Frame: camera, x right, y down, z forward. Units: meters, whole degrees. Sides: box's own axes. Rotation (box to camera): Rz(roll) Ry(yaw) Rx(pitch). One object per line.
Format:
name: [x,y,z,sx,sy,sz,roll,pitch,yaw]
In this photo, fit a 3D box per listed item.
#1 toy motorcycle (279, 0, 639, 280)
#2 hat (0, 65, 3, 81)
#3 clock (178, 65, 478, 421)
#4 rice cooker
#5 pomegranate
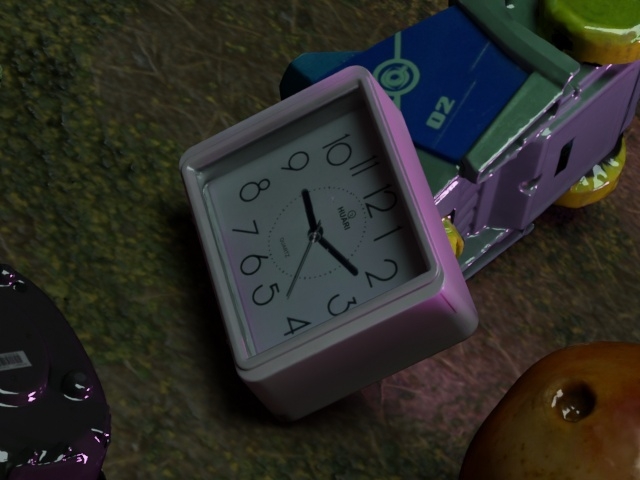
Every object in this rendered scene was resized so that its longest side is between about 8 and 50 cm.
toy motorcycle: [0.091,-0.090,1.425,0.200,0.191,0.326,40,57,22]
hat: [-0.246,-0.107,1.302,0.076,0.059,0.077,25,35,-15]
clock: [0.000,0.000,1.270,0.063,0.150,0.197,51,17,-51]
rice cooker: [-0.189,0.097,1.072,0.142,0.118,0.203,-7,49,-38]
pomegranate: [0.184,0.155,1.183,0.209,0.209,0.209,18,41,-16]
